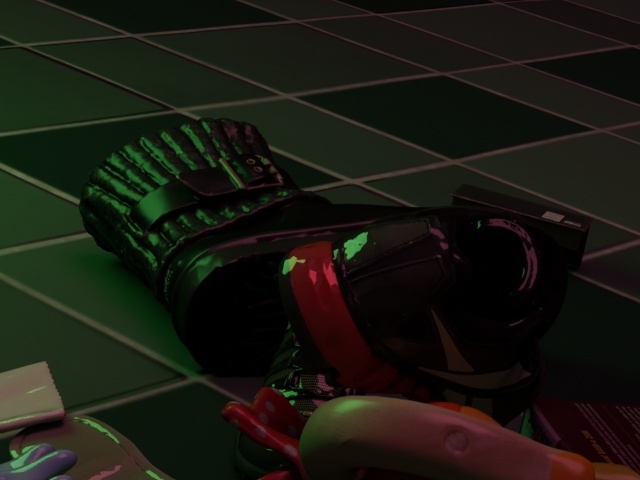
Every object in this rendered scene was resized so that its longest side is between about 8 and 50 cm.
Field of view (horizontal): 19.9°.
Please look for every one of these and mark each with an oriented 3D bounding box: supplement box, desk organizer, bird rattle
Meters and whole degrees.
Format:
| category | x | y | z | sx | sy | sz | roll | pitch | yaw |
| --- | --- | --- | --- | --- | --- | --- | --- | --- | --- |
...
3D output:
| category | x | y | z | sx | sy | sz | roll | pitch | yaw |
| --- | --- | --- | --- | --- | --- | --- | --- | --- | --- |
| supplement box | 0.261 | 0.167 | 1.212 | 0.239 | 0.073 | 0.130 | 6 | 17 | -14 |
| desk organizer | 0.184 | -0.009 | 1.711 | 0.130 | 0.050 | 0.047 | 16 | 20 | 15 |
| bird rattle | 0.063 | 0.129 | 1.013 | 0.253 | 0.143 | 0.207 | 25 | -22 | 9 |

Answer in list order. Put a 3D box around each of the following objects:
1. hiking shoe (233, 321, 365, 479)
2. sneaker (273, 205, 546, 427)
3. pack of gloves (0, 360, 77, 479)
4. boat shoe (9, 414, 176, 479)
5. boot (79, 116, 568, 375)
| category | x | y | z | sx | sy | sz | roll | pitch | yaw |
| --- | --- | --- | --- | --- | --- | --- | --- | --- | --- |
| hiking shoe | -0.006 | 0.090 | 1.226 | 0.086 | 0.114 | 0.227 | 10 | 19 | 0 |
| sneaker | 0.091 | 0.049 | 1.113 | 0.276 | 0.135 | 0.098 | 28 | 39 | -56 |
| pack of gloves | -0.255 | 0.118 | 1.018 | 0.232 | 0.046 | 0.195 | -13 | 23 | -12 |
| boat shoe | -0.099 | 0.174 | 1.006 | 0.081 | 0.069 | 0.227 | -18 | 31 | -28 |
| boot | 0.000 | -0.004 | 1.475 | 0.348 | 0.131 | 0.260 | 1 | 21 | -24 |
